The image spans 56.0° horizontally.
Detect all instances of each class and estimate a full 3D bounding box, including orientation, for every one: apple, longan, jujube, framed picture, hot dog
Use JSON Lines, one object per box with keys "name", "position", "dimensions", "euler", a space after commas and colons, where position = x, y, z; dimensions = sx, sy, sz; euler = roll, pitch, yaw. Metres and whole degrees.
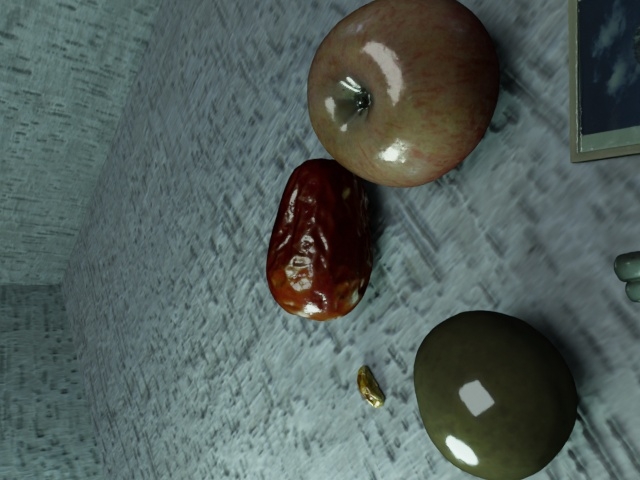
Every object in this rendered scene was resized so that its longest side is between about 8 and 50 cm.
{"name": "apple", "position": [0.123, -0.248, 1.013], "dimensions": [0.345, 0.269, 0.344], "euler": [-3, 86, 50]}
{"name": "longan", "position": [0.241, 0.221, 0.880], "dimensions": [0.248, 0.248, 0.248], "euler": [-4, 84, 51]}
{"name": "jujube", "position": [0.000, 0.000, 1.209], "dimensions": [0.223, 0.223, 0.318], "euler": [-1, 83, 51]}
{"name": "framed picture", "position": [0.437, -0.255, 0.821], "dimensions": [0.209, 0.019, 0.281], "euler": [-6, 84, 51]}
{"name": "hot dog", "position": [0.094, 0.293, 1.202], "dimensions": [0.030, 0.034, 0.090], "euler": [-57, 49, 33]}

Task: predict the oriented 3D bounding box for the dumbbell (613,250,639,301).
{"name": "dumbbell", "position": [0.438, 0.163, 0.669], "dimensions": [0.179, 0.179, 0.406], "euler": [-13, 78, 50]}
